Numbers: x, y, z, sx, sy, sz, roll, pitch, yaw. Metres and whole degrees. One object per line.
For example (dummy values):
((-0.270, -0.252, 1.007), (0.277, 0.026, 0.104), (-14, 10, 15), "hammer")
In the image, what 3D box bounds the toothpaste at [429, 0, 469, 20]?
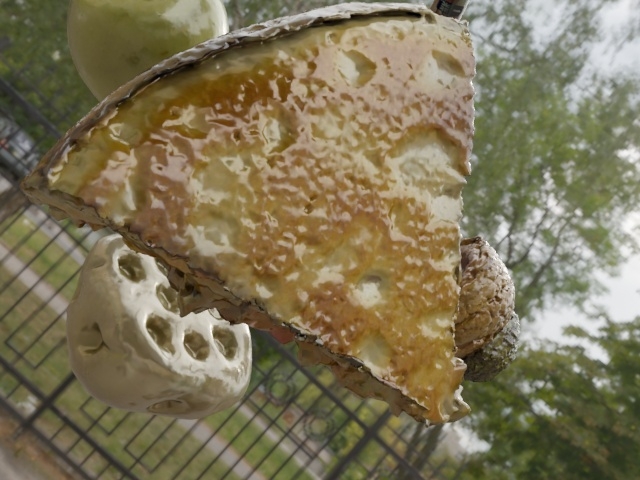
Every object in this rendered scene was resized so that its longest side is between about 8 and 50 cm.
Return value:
((0.135, -0.243, 0.978), (0.056, 0.036, 0.205), (20, -49, -5), "toothpaste")

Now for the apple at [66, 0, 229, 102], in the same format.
((-0.200, -0.234, 0.940), (0.200, 0.200, 0.200), (42, -8, 7), "apple")

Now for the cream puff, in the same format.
((0.205, 0.109, 1.107), (0.169, 0.183, 0.183), (49, -10, -15), "cream puff")

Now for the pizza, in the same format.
((0.000, 0.000, 0.740), (0.406, 0.440, 0.130), (66, -23, -5), "pizza")

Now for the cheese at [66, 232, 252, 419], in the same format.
((-0.184, 0.104, 0.896), (0.235, 0.117, 0.218), (48, 24, 2), "cheese")
